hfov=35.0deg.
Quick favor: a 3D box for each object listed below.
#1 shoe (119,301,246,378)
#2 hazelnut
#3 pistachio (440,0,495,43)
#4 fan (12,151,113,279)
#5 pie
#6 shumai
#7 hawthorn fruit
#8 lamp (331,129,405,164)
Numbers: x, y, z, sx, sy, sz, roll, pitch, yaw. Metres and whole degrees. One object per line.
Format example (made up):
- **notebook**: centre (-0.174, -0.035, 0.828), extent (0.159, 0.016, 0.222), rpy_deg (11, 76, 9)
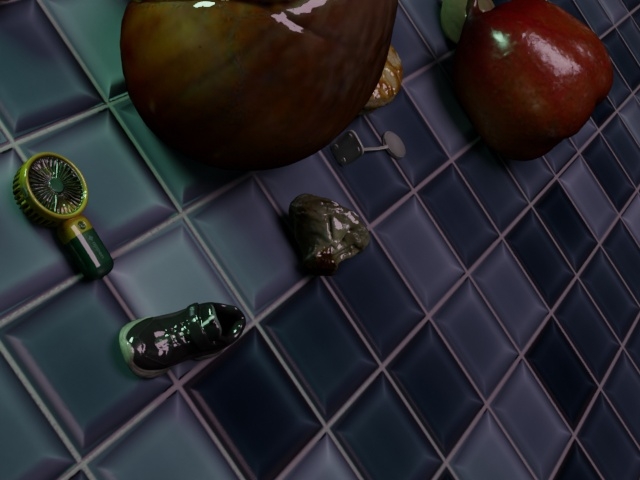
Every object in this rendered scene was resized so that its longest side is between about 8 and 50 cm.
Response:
- **shoe**: centre (-0.145, 0.103, 1.158), extent (0.169, 0.099, 0.071), rpy_deg (-9, 75, -50)
- **hazelnut**: centre (-0.076, -0.286, 1.327), extent (0.359, 0.359, 0.409), rpy_deg (51, 29, -11)
- **pistachio**: centre (0.294, -0.445, 2.025), extent (0.113, 0.113, 0.149), rpy_deg (11, 42, -44)
- **fan**: centre (-0.285, -0.023, 1.136), extent (0.155, 0.039, 0.082), rpy_deg (59, 37, -2)
- **pie**: centre (0.052, -0.296, 1.660), extent (0.179, 0.084, 0.205), rpy_deg (43, 42, -18)
- **shumai**: centre (0.000, 0.001, 1.408), extent (0.124, 0.099, 0.087), rpy_deg (29, 64, -1)
- **hawthorn fruit**: centre (0.389, -0.303, 1.898), extent (0.311, 0.295, 0.295), rpy_deg (25, 49, -38)
- **lamp**: centre (0.092, -0.156, 1.642), extent (0.198, 0.056, 0.050), rpy_deg (-16, 75, -55)
